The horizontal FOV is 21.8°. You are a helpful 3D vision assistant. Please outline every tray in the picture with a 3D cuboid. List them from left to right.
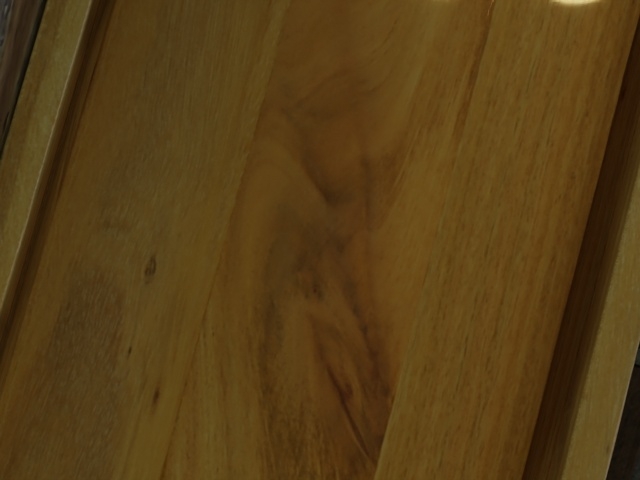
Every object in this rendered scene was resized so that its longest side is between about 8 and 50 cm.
[{"bbox_3d":[0.000,0.000,0.537,0.076,0.203,0.410,129,-24,-84],"label":"tray"}]
